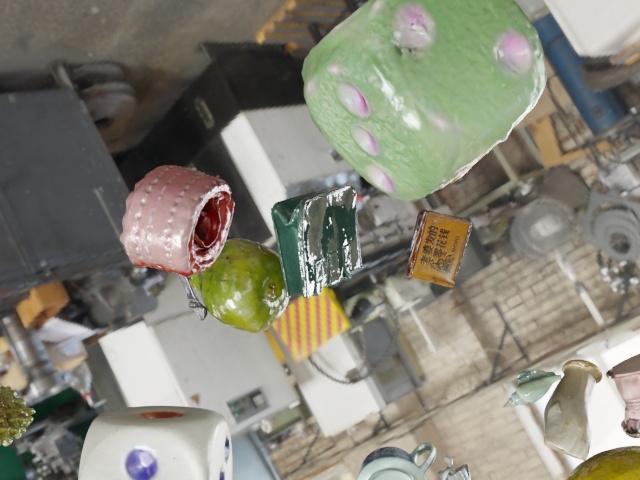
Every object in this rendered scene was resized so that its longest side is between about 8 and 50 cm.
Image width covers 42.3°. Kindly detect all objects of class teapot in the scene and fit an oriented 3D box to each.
[{"bbox_3d":[0.160,0.533,1.884,0.232,0.159,0.159,-30,170,10],"label":"teapot"}]

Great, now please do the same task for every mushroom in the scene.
[{"bbox_3d":[0.510,0.349,1.691,0.247,0.096,0.108,-59,177,-44],"label":"mushroom"}]

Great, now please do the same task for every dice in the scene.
[{"bbox_3d":[-0.374,0.553,1.920,0.304,0.304,0.277,0,179,6],"label":"dice"},{"bbox_3d":[0.175,-0.287,1.481,0.318,0.330,0.322,-45,-171,-19],"label":"dice"}]

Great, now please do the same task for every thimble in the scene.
[{"bbox_3d":[-0.232,-0.030,1.346,0.189,0.125,0.163,-53,152,-59],"label":"thimble"}]

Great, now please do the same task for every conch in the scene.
[{"bbox_3d":[0.574,0.406,2.264,0.180,0.065,0.088,-32,-156,6],"label":"conch"}]

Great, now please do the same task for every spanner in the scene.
[{"bbox_3d":[-0.318,0.096,1.955,0.046,0.208,0.012,-15,-168,35],"label":"spanner"}]

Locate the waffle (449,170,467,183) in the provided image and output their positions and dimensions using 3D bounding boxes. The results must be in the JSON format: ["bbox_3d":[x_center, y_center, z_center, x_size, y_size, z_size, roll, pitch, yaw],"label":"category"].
[{"bbox_3d":[0.277,-0.313,2.026,0.098,0.328,0.224,-26,168,-31],"label":"waffle"}]

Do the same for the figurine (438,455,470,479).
[{"bbox_3d":[0.294,0.539,1.856,0.094,0.082,0.086,-55,-157,5],"label":"figurine"}]

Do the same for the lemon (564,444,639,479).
[{"bbox_3d":[0.660,0.596,1.728,0.348,0.348,0.348,-28,170,-5],"label":"lemon"}]

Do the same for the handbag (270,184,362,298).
[{"bbox_3d":[-0.001,-0.001,1.993,0.089,0.238,0.326,-2,-171,26],"label":"handbag"}]

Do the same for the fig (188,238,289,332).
[{"bbox_3d":[-0.224,0.094,2.007,0.233,0.314,0.233,-46,148,-41],"label":"fig"}]

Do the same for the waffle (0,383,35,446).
[{"bbox_3d":[-0.814,0.427,2.064,0.036,0.183,0.169,-49,-172,32],"label":"waffle"}]

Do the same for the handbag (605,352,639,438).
[{"bbox_3d":[0.574,0.245,1.381,0.179,0.116,0.205,-24,173,22],"label":"handbag"}]

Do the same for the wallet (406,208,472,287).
[{"bbox_3d":[0.323,0.021,2.267,0.161,0.195,0.042,14,-178,-24],"label":"wallet"}]
